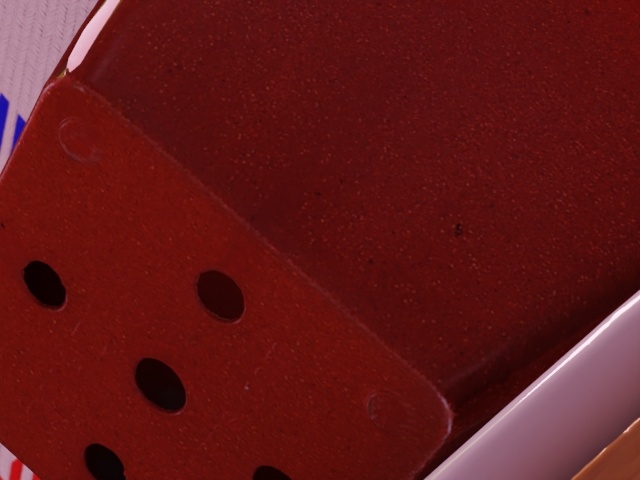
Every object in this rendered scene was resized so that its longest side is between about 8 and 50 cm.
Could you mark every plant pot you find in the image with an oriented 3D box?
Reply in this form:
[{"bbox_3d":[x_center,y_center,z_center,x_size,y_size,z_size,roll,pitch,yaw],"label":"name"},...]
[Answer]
[{"bbox_3d":[0.000,0.000,0.744,0.236,0.267,0.267,-44,-8,-47],"label":"plant pot"}]

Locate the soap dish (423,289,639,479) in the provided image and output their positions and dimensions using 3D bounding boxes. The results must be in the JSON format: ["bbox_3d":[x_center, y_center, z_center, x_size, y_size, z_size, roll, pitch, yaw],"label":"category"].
[{"bbox_3d":[0.111,0.117,0.673,0.229,0.118,0.291,-44,-14,14],"label":"soap dish"}]
